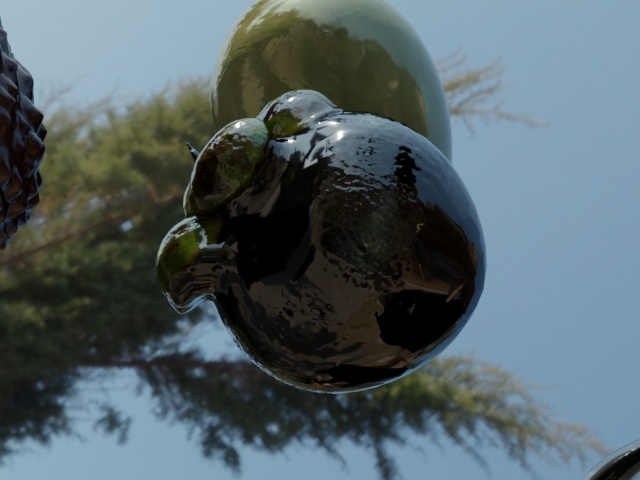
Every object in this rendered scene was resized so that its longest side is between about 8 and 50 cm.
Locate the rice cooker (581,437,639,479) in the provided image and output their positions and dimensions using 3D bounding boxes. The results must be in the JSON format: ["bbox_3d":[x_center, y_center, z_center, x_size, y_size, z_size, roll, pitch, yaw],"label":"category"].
[{"bbox_3d":[0.293,0.240,0.856,0.267,0.267,0.224,57,0,-1],"label":"rice cooker"}]

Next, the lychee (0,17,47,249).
[{"bbox_3d":[-0.324,-0.066,0.888,0.276,0.276,0.304,-11,-79,44],"label":"lychee"}]

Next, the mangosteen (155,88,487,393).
[{"bbox_3d":[0.000,0.000,0.996,0.243,0.243,0.243,21,-54,32],"label":"mangosteen"}]

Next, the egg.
[{"bbox_3d":[0.019,-0.104,1.260,0.218,0.218,0.295,-15,-70,45],"label":"egg"}]
